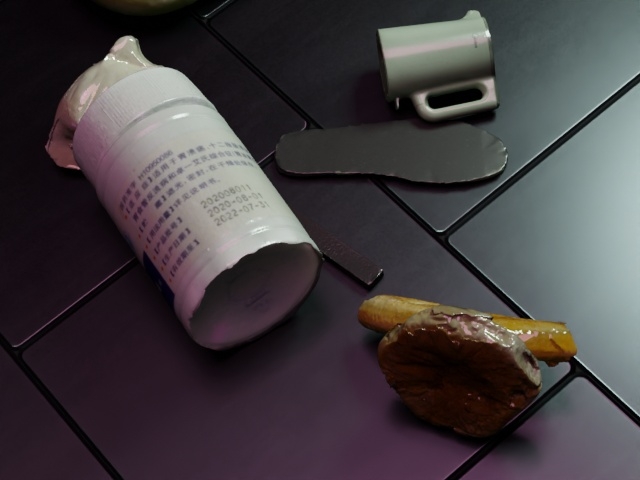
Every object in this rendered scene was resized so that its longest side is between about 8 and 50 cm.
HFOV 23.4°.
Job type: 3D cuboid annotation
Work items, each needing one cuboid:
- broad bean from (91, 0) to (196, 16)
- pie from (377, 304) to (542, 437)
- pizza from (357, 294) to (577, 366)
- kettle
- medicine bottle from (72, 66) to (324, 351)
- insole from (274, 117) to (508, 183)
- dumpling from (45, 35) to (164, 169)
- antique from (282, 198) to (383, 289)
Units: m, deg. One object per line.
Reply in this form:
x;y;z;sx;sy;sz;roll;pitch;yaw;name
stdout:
-0.234;-0.422;2.201;0.291;0.119;0.238;2;60;10;broad bean
0.153;0.147;1.759;0.195;0.195;0.046;15;45;16;pie
0.172;0.106;1.828;0.271;0.134;0.056;8;89;14;pizza
0.155;-0.233;2.046;0.148;0.098;0.127;-9;47;-1;kettle
-0.159;-0.046;1.922;0.190;0.190;0.332;-30;60;-10;medicine bottle
0.091;-0.114;2.032;0.309;0.012;0.110;-2;57;7;insole
-0.278;-0.173;2.067;0.136;0.118;0.199;31;95;8;dumpling
0.000;0.000;1.974;0.192;0.015;0.031;36;71;26;antique
